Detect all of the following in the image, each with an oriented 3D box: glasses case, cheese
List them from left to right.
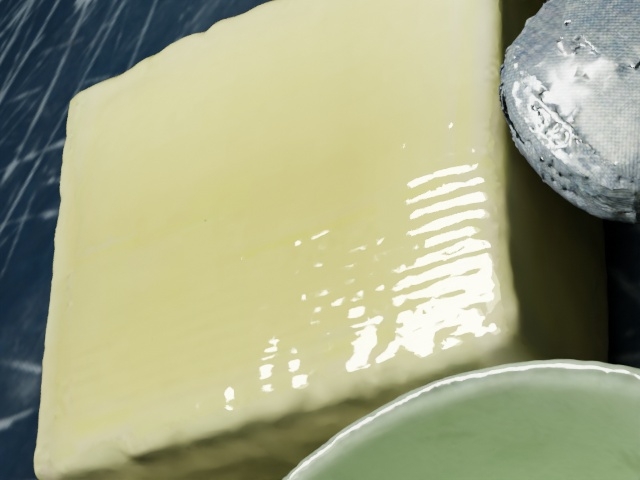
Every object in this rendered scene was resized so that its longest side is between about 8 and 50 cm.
[{"bbox_3d":[0.000,0.000,0.884,0.265,0.124,0.242,-19,59,31],"label":"cheese"},{"bbox_3d":[0.202,-0.111,0.765,0.282,0.067,0.109,-36,60,-6],"label":"glasses case"}]

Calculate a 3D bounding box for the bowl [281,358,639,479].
[{"bbox_3d":[0.093,0.210,0.650,0.307,0.163,0.307,-21,53,30],"label":"bowl"}]
